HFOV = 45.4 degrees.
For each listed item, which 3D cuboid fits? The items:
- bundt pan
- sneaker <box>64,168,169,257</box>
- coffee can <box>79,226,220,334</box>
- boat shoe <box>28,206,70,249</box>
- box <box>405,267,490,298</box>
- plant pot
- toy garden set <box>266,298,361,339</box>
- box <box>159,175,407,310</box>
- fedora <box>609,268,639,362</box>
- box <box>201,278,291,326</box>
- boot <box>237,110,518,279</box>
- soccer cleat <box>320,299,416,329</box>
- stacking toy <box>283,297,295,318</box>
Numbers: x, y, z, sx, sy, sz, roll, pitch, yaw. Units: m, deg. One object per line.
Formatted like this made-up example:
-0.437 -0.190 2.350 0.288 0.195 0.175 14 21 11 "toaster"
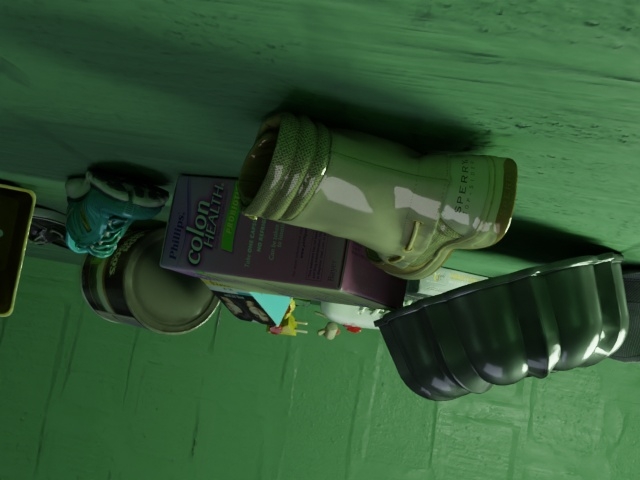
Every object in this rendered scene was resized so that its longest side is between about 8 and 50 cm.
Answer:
0.243 0.123 0.989 0.330 0.124 0.331 -14 168 -3 "bundt pan"
-0.282 -0.030 1.033 0.107 0.110 0.275 14 170 -28 "sneaker"
-0.341 0.076 1.523 0.201 0.202 0.275 15 171 -33 "coffee can"
-0.559 -0.025 1.551 0.077 0.070 0.219 7 172 19 "boat shoe"
0.243 0.094 1.456 0.230 0.056 0.183 12 171 -19 "box"
-0.604 -0.009 1.297 0.212 0.212 0.187 12 -176 -17 "plant pot"
-0.016 0.156 1.761 0.244 0.204 0.049 12 129 -9 "toy garden set"
-0.033 0.007 0.961 0.242 0.118 0.213 5 171 26 "box"
0.489 0.119 1.085 0.243 0.125 0.275 12 172 -19 "fedora"
-0.151 0.055 1.311 0.100 0.060 0.244 6 147 33 "box"
0.026 -0.033 0.673 0.203 0.095 0.262 11 170 -11 "boot"
0.169 0.146 1.684 0.331 0.116 0.143 4 -171 -18 "soccer cleat"
-0.116 0.092 1.669 0.221 0.052 0.167 12 -154 27 "stacking toy"
